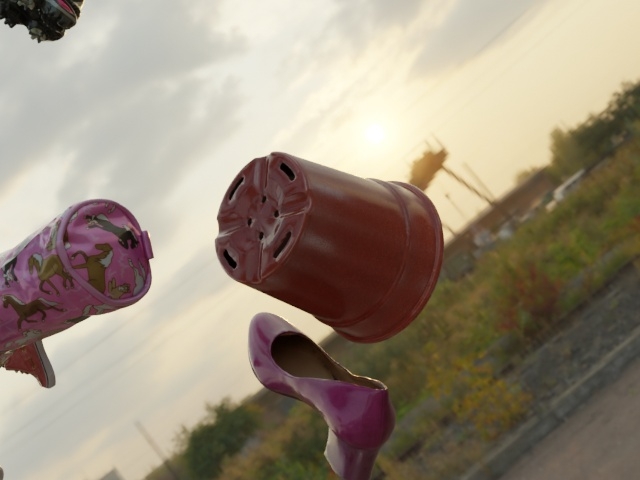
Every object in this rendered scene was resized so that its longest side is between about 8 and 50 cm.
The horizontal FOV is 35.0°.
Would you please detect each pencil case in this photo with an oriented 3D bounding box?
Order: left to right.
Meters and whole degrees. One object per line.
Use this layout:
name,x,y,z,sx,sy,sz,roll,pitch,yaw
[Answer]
pencil case,-0.402,0.076,1.411,0.386,0.160,0.167,-26,26,35

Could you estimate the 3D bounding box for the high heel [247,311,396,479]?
high heel,0.001,0.183,1.558,0.127,0.377,0.181,-10,-51,-32

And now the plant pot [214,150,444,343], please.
plant pot,0.000,0.000,1.551,0.265,0.272,0.272,20,-52,-42

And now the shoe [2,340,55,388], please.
shoe,-0.548,0.220,1.871,0.081,0.063,0.178,-28,-43,-25

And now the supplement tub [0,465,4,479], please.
supplement tub,-0.525,0.339,1.482,0.071,0.107,0.071,-58,-15,-26

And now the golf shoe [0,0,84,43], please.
golf shoe,-0.416,-0.371,1.284,0.105,0.273,0.120,-11,51,41
